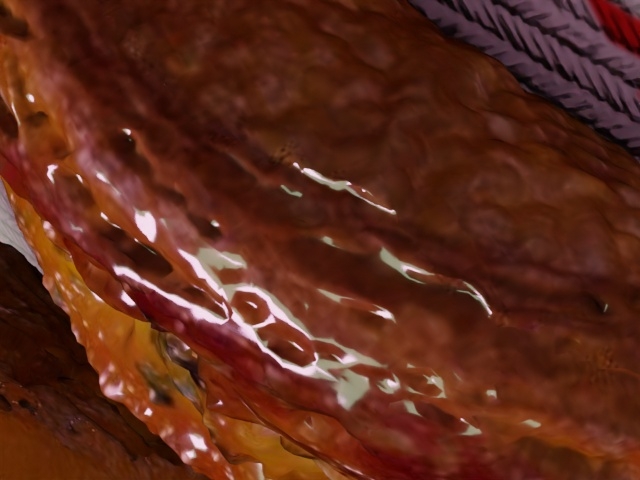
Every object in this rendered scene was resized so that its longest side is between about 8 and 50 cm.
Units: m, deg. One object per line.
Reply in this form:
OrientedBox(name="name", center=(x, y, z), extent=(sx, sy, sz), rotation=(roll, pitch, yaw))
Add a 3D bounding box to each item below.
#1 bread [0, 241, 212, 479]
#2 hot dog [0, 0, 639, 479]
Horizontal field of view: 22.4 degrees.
OrientedBox(name="bread", center=(-0.212, 0.113, 0.874), extent=(0.358, 0.204, 0.337), rotation=(29, -166, -40))
OrientedBox(name="hot dog", center=(0.000, 0.000, 0.575), extent=(0.387, 0.174, 0.267), rotation=(41, 167, 19))
